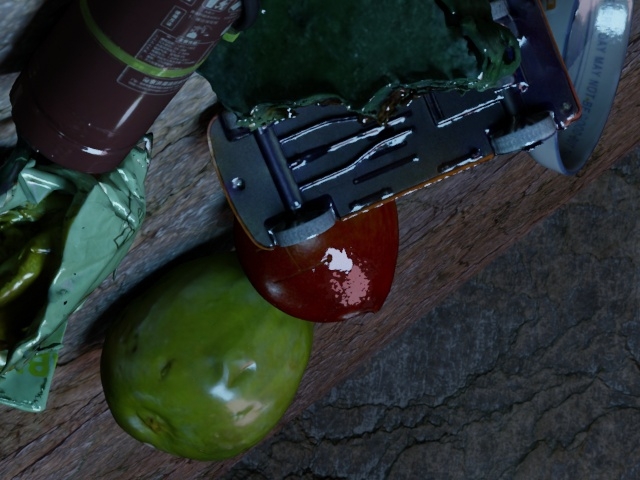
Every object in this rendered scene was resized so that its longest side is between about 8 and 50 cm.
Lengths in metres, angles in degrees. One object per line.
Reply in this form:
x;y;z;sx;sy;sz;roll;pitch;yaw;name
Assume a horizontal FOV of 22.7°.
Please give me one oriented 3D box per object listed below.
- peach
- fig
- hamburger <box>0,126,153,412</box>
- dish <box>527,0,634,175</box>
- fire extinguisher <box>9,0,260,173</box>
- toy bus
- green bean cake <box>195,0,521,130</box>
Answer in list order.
0.000;0.000;1.718;0.197;0.197;0.197;-35;168;-8;peach
-0.122;0.095;1.832;0.233;0.233;0.314;85;21;-76;fig
-0.239;0.036;1.277;0.260;0.150;0.276;-43;166;22;hamburger
0.241;-0.218;1.727;0.273;0.134;0.273;-46;144;-49;dish
-0.074;-0.183;1.030;0.341;0.105;0.141;-45;-179;36;fire extinguisher
0.062;-0.114;1.480;0.329;0.143;0.153;-24;-171;1;toy bus
0.022;-0.149;1.223;0.208;0.193;0.107;-41;173;27;green bean cake
